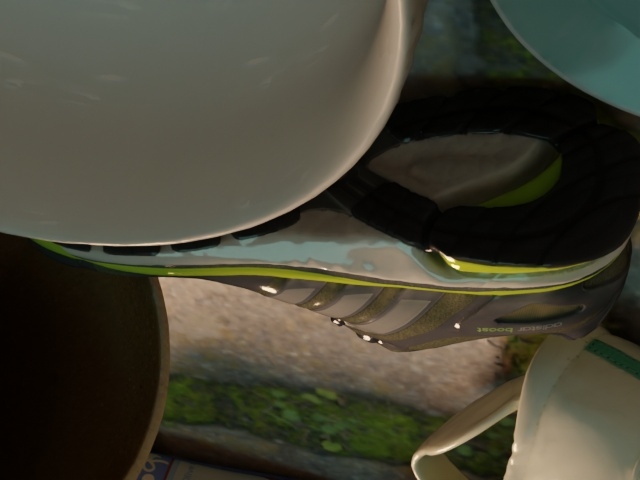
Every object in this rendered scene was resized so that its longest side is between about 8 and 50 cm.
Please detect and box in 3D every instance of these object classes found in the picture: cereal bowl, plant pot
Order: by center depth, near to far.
[{"bbox_3d":[-0.115,-0.155,0.698,0.339,0.141,0.339,12,145,9],"label":"cereal bowl"},{"bbox_3d":[-0.230,0.071,1.016,0.237,0.237,0.254,31,158,-15],"label":"plant pot"}]

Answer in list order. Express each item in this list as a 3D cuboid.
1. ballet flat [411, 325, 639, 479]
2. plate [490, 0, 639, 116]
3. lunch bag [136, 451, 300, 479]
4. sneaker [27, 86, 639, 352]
[{"bbox_3d":[0.096,0.166,1.066,0.139,0.139,0.400,23,141,-5],"label":"ballet flat"},{"bbox_3d":[0.151,-0.109,0.736,0.188,0.024,0.188,13,145,9],"label":"plate"},{"bbox_3d":[-0.072,0.246,1.246,0.243,0.115,0.303,13,146,5],"label":"lunch bag"},{"bbox_3d":[0.000,0.000,0.887,0.300,0.111,0.121,7,147,20],"label":"sneaker"}]
